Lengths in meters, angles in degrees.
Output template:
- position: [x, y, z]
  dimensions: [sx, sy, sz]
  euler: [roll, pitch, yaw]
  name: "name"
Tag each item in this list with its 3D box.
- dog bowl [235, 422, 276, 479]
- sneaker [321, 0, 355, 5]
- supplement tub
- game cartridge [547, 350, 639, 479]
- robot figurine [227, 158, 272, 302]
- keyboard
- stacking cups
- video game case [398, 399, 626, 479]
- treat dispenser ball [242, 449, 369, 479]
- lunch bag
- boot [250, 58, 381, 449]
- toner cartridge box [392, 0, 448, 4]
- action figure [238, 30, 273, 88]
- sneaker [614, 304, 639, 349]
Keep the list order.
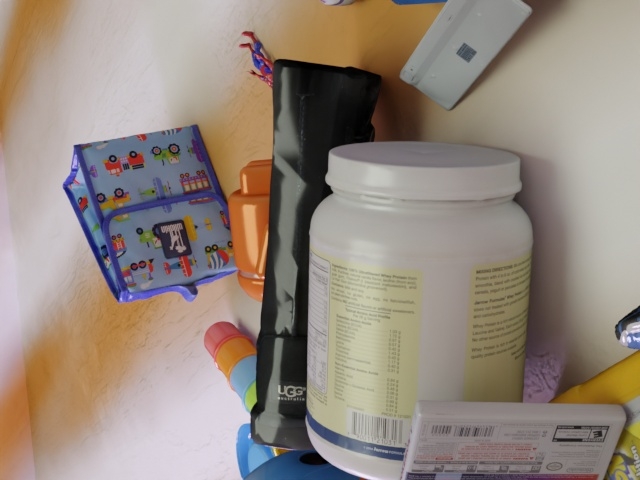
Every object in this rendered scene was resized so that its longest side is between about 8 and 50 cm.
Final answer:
- position: [-0.052, 0.432, 1.866]
  dimensions: [0.166, 0.074, 0.297]
  euler: [-22, 82, 62]
  name: "dog bowl"
- position: [-0.072, -0.370, 1.447]
  dimensions: [0.282, 0.161, 0.102]
  euler: [47, 139, 41]
  name: "sneaker"
- position: [0.103, 0.068, 1.216]
  dimensions: [0.235, 0.235, 0.325]
  euler: [22, 113, 57]
  name: "supplement tub"
- position: [0.332, 0.255, 1.094]
  dimensions: [0.285, 0.052, 0.324]
  euler: [67, 150, 17]
  name: "game cartridge"
- position: [-0.065, -0.004, 1.630]
  dimensions: [0.158, 0.128, 0.219]
  euler: [18, 118, 59]
  name: "robot figurine"
- position: [0.144, -0.201, 1.186]
  dimensions: [0.072, 0.014, 0.256]
  euler: [31, 161, -2]
  name: "keyboard"
- position: [-0.096, 0.227, 1.856]
  dimensions: [0.316, 0.096, 0.096]
  euler: [-133, 39, -51]
  name: "stacking cups"
- position: [0.179, 0.228, 1.122]
  dimensions: [0.023, 0.201, 0.183]
  euler: [-98, 12, -52]
  name: "video game case"
- position: [-0.002, 0.423, 1.537]
  dimensions: [0.288, 0.288, 0.288]
  euler: [35, 132, 52]
  name: "treat dispenser ball"
- position: [-0.270, -0.024, 1.903]
  dimensions: [0.293, 0.221, 0.138]
  euler: [65, 150, 21]
  name: "lunch bag"
- position: [0.000, 0.000, 1.460]
  dimensions: [0.367, 0.146, 0.445]
  euler: [-59, -29, -83]
  name: "boot"
- position: [0.129, -0.304, 1.091]
  dimensions: [0.348, 0.165, 0.075]
  euler: [16, 74, 60]
  name: "toner cartridge box"
- position: [-0.087, -0.256, 1.669]
  dimensions: [0.115, 0.030, 0.038]
  euler: [56, 141, 31]
  name: "action figure"
- position: [0.338, 0.077, 0.930]
  dimensions: [0.211, 0.080, 0.081]
  euler: [-9, 103, 43]
  name: "sneaker"
